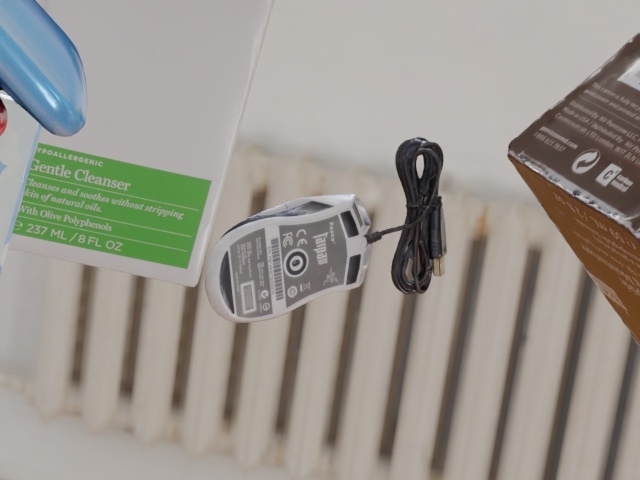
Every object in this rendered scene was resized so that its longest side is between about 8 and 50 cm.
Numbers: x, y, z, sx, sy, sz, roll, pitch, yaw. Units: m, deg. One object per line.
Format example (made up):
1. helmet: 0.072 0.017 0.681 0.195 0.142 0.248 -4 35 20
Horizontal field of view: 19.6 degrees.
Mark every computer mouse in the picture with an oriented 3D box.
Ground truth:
1. computer mouse: 0.000 0.000 1.220 0.193 0.106 0.042 -14 21 -31

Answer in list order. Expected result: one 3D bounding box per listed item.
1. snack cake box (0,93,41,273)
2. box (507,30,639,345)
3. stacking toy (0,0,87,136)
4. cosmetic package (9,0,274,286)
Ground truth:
1. snack cake box: -0.232 0.046 0.926 0.089 0.264 0.152 17 -3 -28
2. box: 0.265 -0.019 1.212 0.167 0.203 0.168 -41 31 -5
3. stacking toy: -0.256 -0.028 0.718 0.166 0.302 0.175 48 -5 -29
4. cosmetic package: -0.159 -0.168 1.614 0.197 0.365 0.155 11 18 -14
